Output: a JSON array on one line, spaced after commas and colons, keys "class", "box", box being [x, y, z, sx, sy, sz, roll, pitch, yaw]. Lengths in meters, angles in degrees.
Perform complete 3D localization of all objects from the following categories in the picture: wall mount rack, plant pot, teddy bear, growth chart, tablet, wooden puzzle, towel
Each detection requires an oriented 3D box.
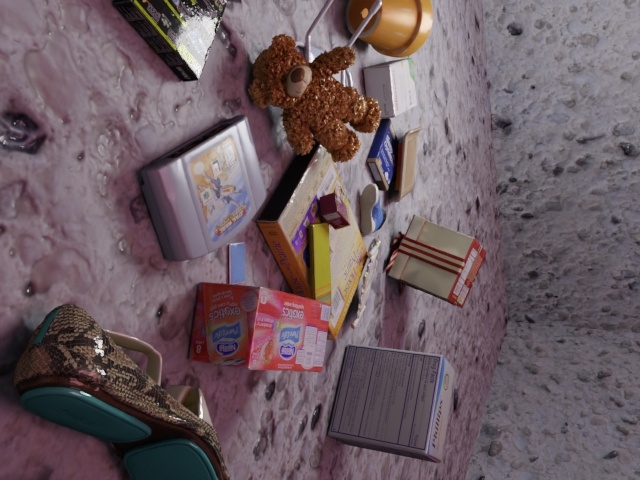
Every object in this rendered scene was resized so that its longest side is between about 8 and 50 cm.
[{"class": "wall mount rack", "box": [0.054, -0.465, 1.502, 0.350, 0.130, 0.304, -7, 98, -63]}, {"class": "plant pot", "box": [0.176, -0.622, 1.682, 0.188, 0.205, 0.205, -11, 102, -47]}, {"class": "teddy bear", "box": [0.004, -0.298, 1.323, 0.338, 0.245, 0.113, 53, 3, -42]}, {"class": "growth chart", "box": [0.132, 0.125, 1.734, 0.172, 0.021, 0.237, -31, 134, -73]}, {"class": "tablet", "box": [-0.171, 0.047, 1.236, 0.054, 0.006, 0.083, -7, 97, -62]}, {"class": "wooden puzzle", "box": [0.288, -0.259, 2.025, 0.221, 0.044, 0.239, -35, 135, -67]}, {"class": "towel", "box": [-0.001, 0.077, 1.423, 0.102, 0.021, 0.237, -13, 103, -67]}]

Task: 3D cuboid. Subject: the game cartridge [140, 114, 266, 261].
[{"class": "game cartridge", "box": [-0.200, -0.094, 1.121, 0.297, 0.062, 0.198, -49, 130, -51]}]

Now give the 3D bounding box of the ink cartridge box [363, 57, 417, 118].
[{"class": "ink cartridge box", "box": [0.217, -0.469, 1.862, 0.212, 0.093, 0.154, -40, 126, -57]}]

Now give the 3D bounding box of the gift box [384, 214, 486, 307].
[{"class": "gift box", "box": [0.373, 0.084, 2.043, 0.276, 0.258, 0.255, -62, 150, -6]}]

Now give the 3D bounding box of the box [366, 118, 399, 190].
[{"class": "box", "box": [0.208, -0.287, 1.921, 0.136, 0.036, 0.225, 59, 40, -47]}]

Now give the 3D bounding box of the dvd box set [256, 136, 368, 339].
[{"class": "dvd box set", "box": [0.000, 0.000, 1.507, 0.308, 0.062, 0.420, -65, 145, -38]}]

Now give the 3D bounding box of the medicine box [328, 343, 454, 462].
[{"class": "medicine box", "box": [0.200, 0.447, 1.677, 0.149, 0.289, 0.264, 49, 50, -53]}]

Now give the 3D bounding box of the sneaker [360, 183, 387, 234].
[{"class": "sneaker", "box": [0.161, -0.098, 1.814, 0.084, 0.058, 0.152, -17, 112, -55]}]

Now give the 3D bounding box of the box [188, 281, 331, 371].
[{"class": "box", "box": [-0.110, 0.180, 1.215, 0.300, 0.142, 0.154, 23, 72, -61]}]

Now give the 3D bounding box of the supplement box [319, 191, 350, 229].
[{"class": "supplement box", "box": [0.035, -0.069, 1.441, 0.083, 0.043, 0.055, 45, 34, -54]}]

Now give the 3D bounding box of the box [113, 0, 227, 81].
[{"class": "box", "box": [-0.244, -0.401, 1.022, 0.191, 0.045, 0.184, 47, 53, -55]}]

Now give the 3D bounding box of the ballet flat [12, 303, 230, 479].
[{"class": "ballet flat", "box": [-0.265, 0.262, 0.934, 0.182, 0.164, 0.483, -90, 160, -45]}]
